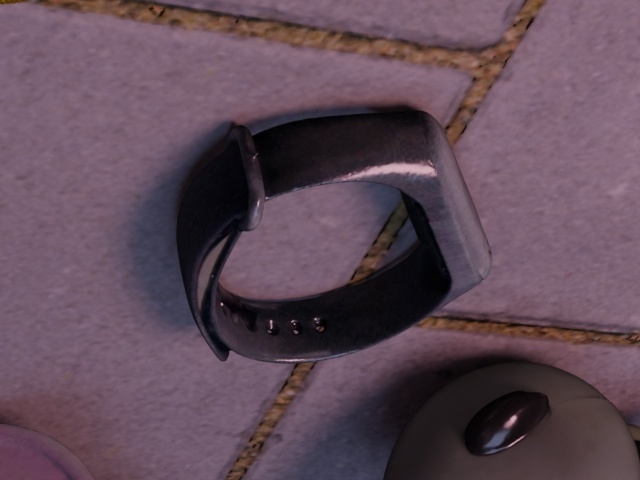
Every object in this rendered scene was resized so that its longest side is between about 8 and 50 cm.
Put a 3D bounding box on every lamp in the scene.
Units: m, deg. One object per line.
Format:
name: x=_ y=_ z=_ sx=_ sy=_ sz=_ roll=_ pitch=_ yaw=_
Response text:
lamp: x=0.158 y=0.184 z=1.429 sx=0.244 sy=0.198 sz=0.198 roll=8 pitch=139 yaw=-40

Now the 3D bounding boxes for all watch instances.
watch: x=0.000 y=0.000 z=1.229 sx=0.193 sy=0.068 sz=0.206 roll=-19 pitch=145 yaw=7

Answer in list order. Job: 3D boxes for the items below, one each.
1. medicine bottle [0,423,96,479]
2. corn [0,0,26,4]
medicine bottle: x=-0.201 y=0.311 z=1.444 sx=0.219 sy=0.219 sz=0.388 roll=-14 pitch=144 yaw=1
corn: x=-0.182 y=-0.135 z=1.021 sx=0.092 sy=0.037 sz=0.037 roll=-7 pitch=143 yaw=-6
